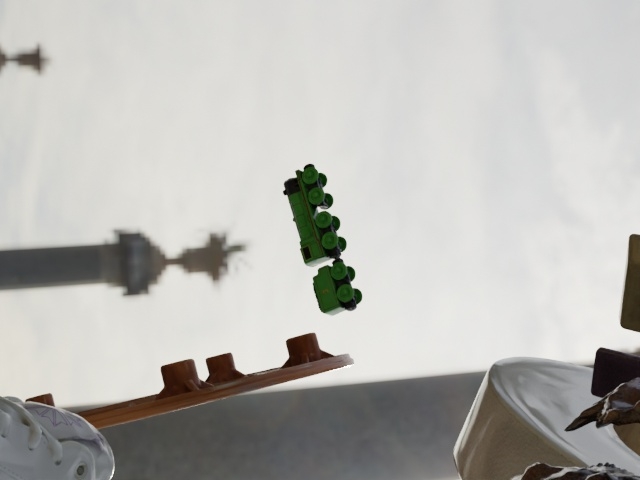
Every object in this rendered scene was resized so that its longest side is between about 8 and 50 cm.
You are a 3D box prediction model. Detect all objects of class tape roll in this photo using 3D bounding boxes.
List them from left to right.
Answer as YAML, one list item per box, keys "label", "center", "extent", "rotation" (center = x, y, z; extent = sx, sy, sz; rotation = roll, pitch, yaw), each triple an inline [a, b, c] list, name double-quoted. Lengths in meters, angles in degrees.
- label: "tape roll"
  center: [0.281, 0.195, 1.069]
  extent: [0.072, 0.392, 0.392]
  rotation: [-67, -153, 11]

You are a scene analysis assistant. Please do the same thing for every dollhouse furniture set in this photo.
- label: "dollhouse furniture set"
  center: [0.234, 0.044, 0.987]
  extent: [0.091, 0.081, 0.114]
  rotation: [13, -59, 22]

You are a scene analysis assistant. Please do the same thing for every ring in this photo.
- label: "ring"
  center: [-0.144, 0.107, 1.029]
  extent: [0.336, 0.337, 0.032]
  rotation: [158, -81, -68]

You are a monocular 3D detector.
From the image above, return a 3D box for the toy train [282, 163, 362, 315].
- label: "toy train"
  center: [0.000, 0.000, 0.796]
  extent: [0.017, 0.024, 0.083]
  rotation: [26, 43, -64]

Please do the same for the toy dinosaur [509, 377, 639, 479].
- label: "toy dinosaur"
  center: [0.127, 0.148, 0.767]
  extent: [0.296, 0.127, 0.200]
  rotation: [-24, -135, 51]

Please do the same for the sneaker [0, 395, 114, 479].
- label: "sneaker"
  center: [-0.190, 0.102, 0.753]
  extent: [0.114, 0.152, 0.305]
  rotation: [31, -30, 36]
